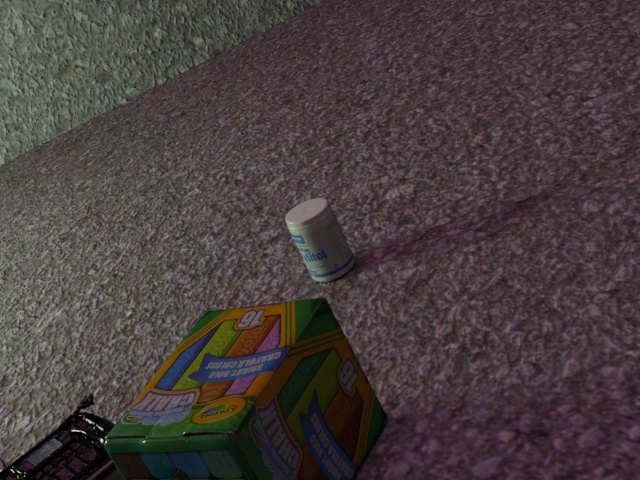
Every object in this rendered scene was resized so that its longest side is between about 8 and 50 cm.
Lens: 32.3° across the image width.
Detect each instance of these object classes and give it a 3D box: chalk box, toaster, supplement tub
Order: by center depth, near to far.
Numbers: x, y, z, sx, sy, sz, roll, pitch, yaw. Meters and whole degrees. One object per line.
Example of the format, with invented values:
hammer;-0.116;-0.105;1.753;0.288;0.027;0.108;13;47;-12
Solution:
chalk box;-0.086;0.220;1.167;0.179;0.180;0.289;-9;30;33
toaster;-0.282;0.291;1.295;0.186;0.110;0.168;-39;27;-26
supplement tub;0.000;0.000;1.613;0.071;0.107;0.071;-22;24;10

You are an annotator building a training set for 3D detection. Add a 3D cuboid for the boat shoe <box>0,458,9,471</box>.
boat shoe;-0.478;0.348;1.314;0.136;0.156;0.367;-18;25;16
